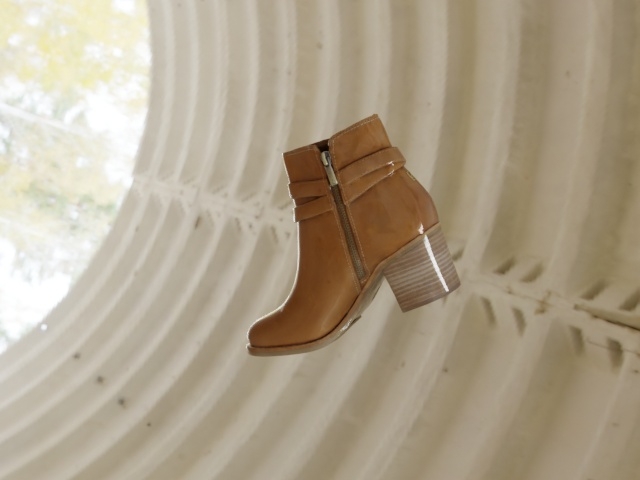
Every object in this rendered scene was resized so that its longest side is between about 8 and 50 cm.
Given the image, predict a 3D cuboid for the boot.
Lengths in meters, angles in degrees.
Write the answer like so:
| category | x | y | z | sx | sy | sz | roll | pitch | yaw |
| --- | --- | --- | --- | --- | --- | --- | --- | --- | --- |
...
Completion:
| category | x | y | z | sx | sy | sz | roll | pitch | yaw |
| --- | --- | --- | --- | --- | --- | --- | --- | --- | --- |
| boot | 0.000 | 0.000 | 0.782 | 0.197 | 0.152 | 0.073 | -25 | -176 | 19 |
